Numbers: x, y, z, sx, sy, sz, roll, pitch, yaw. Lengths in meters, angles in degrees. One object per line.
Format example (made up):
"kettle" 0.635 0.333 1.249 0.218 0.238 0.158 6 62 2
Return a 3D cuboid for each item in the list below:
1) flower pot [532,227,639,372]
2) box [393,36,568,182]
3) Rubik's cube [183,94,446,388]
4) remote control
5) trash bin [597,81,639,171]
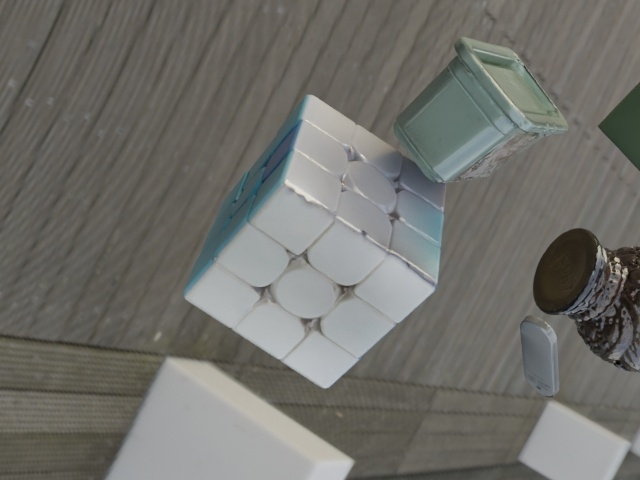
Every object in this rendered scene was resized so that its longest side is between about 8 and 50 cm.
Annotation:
"flower pot" 0.604 0.111 2.093 0.267 0.266 0.267 27 92 -21
"box" 0.253 -0.193 1.603 0.182 0.175 0.312 -40 167 24
"Rubik's cube" 0.000 0.000 1.604 0.292 0.291 0.290 -48 -165 33
"remote control" 0.430 0.229 1.963 0.022 0.077 0.245 -43 142 -21
"trash bin" 0.630 -0.229 1.570 0.343 0.223 0.158 -43 126 16
